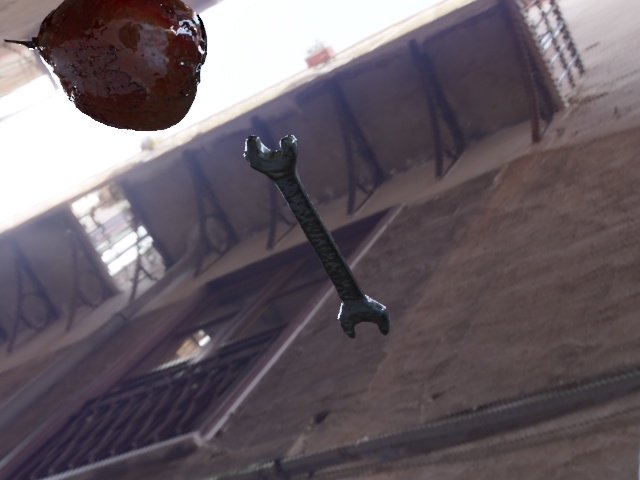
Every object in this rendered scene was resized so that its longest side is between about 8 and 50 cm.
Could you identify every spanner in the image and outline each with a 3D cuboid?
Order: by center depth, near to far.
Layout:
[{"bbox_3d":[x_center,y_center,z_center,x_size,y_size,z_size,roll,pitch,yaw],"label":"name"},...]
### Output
[{"bbox_3d":[0.000,0.000,1.011,0.054,0.015,0.254,-18,-60,21],"label":"spanner"}]

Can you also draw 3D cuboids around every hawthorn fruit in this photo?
[{"bbox_3d":[-0.252,-0.218,1.229,0.235,0.181,0.181,4,-61,-16],"label":"hawthorn fruit"}]
